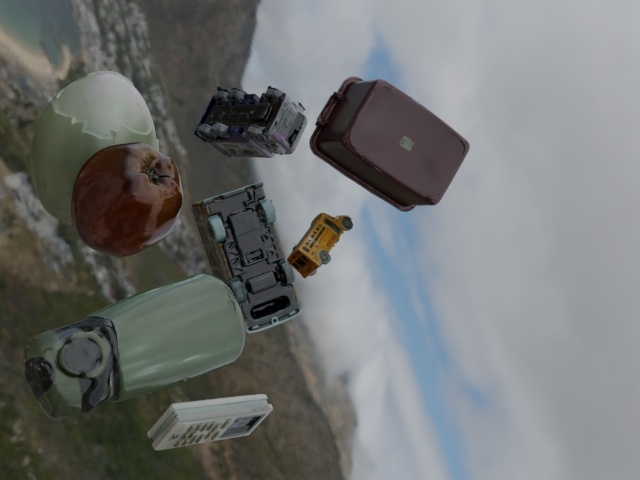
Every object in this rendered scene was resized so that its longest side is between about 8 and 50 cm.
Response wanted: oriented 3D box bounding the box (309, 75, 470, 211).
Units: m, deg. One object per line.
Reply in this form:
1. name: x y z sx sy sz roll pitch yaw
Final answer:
1. box: 0.145 -0.194 1.745 0.294 0.193 0.167 32 -4 -18

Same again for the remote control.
1. remote control: -0.232 0.392 1.862 0.277 0.103 0.055 5 43 -49

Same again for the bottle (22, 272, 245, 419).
1. bottle: -0.297 0.170 1.360 0.168 0.347 0.168 24 -58 44

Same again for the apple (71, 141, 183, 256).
1. apple: -0.380 -0.086 1.711 0.234 0.234 0.234 164 -90 -85

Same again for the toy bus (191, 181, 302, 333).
1. toy bus: -0.149 0.035 1.713 0.167 0.138 0.275 0 -71 69

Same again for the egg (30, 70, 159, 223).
1. egg: -0.499 -0.210 1.925 0.278 0.278 0.336 -119 -139 -67

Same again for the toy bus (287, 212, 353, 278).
1. toy bus: 0.000 0.000 1.768 0.074 0.162 0.069 40 -41 -6

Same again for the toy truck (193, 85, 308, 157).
1. toy truck: -0.146 -0.256 1.945 0.268 0.124 0.155 9 -21 45
